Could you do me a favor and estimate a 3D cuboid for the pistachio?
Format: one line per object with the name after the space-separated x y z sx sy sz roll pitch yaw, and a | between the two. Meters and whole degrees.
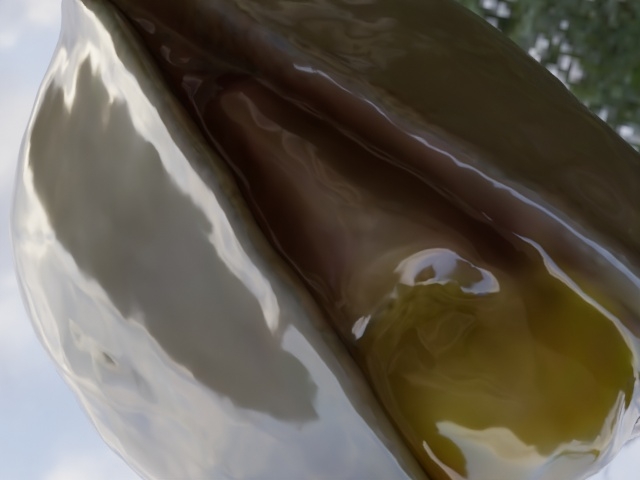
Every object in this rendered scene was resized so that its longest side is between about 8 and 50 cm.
0.000 0.000 0.672 0.229 0.230 0.309 -13 -147 -28 | pistachio
